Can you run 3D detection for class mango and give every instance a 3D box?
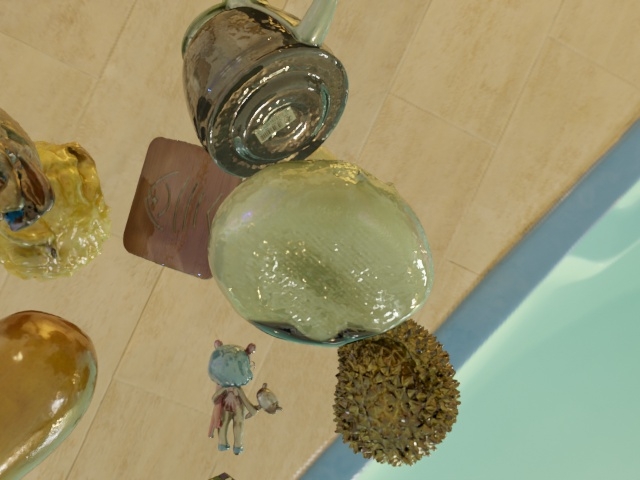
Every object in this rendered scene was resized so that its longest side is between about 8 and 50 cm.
[{"bbox_3d":[-0.415,0.229,0.814,0.173,0.211,0.317,39,53,-5],"label":"mango"}]

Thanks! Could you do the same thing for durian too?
[{"bbox_3d":[0.139,0.275,1.225,0.258,0.258,0.293,-1,80,-10],"label":"durian"}]

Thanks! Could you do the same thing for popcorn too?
[{"bbox_3d":[-0.689,-0.082,1.563,0.349,0.381,0.349,-27,127,-42],"label":"popcorn"}]

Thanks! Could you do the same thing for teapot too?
[{"bbox_3d":[-0.108,-0.277,0.976,0.239,0.322,0.239,-25,60,-20],"label":"teapot"}]

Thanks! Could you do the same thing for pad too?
[{"bbox_3d":[-0.316,-0.080,1.480,0.283,0.018,0.287,16,90,26],"label":"pad"}]

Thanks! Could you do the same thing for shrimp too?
[{"bbox_3d":[-0.481,-0.132,0.949,0.110,0.445,0.221,-46,134,0],"label":"shrimp"}]

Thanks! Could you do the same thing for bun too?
[{"bbox_3d":[0.000,0.000,0.840,0.283,0.179,0.283,3,130,4],"label":"bun"}]

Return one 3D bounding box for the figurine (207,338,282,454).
[{"bbox_3d":[-0.190,0.364,1.498,0.205,0.102,0.260,4,92,30],"label":"figurine"}]

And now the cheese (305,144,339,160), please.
[{"bbox_3d":[0.026,-0.096,1.264,0.167,0.123,0.094,44,120,-6],"label":"cheese"}]

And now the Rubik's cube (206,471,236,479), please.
[{"bbox_3d":[-0.232,0.626,1.565,0.111,0.133,0.133,18,91,-21],"label":"Rubik's cube"}]
